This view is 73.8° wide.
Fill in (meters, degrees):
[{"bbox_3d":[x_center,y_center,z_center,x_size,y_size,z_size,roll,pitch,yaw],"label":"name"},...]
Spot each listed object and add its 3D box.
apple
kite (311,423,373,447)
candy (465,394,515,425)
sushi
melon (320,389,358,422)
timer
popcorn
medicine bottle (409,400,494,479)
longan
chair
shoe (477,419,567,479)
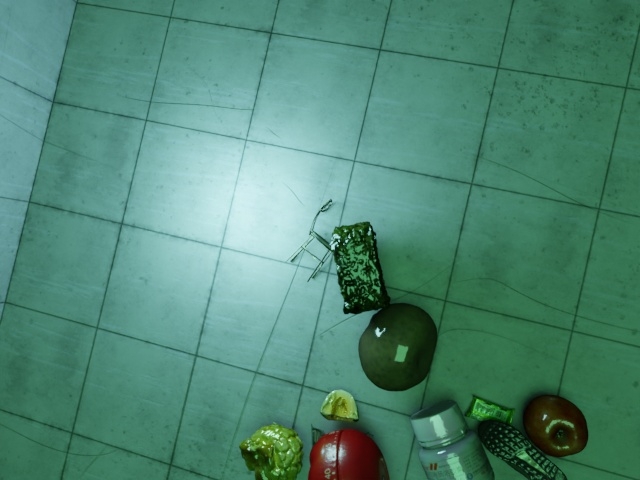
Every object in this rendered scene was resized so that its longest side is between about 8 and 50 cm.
[{"bbox_3d":[0.880,0.694,1.600,0.219,0.201,0.218,1,94,13],"label":"apple"},{"bbox_3d":[0.089,0.944,1.792,0.406,0.014,0.368,41,94,8],"label":"kite"},{"bbox_3d":[0.681,0.696,1.710,0.179,0.032,0.102,18,94,7],"label":"candy"},{"bbox_3d":[0.159,0.104,1.680,0.178,0.294,0.351,-12,84,10],"label":"sushi"},{"bbox_3d":[0.086,0.691,1.778,0.160,0.079,0.128,8,71,9],"label":"melon"},{"bbox_3d":[0.111,0.909,1.593,0.279,0.378,0.377,-13,86,14],"label":"timer"},{"bbox_3d":[-0.202,0.867,1.728,0.252,0.205,0.236,7,44,-23],"label":"popcorn"},{"bbox_3d":[0.492,0.797,1.627,0.241,0.241,0.301,-23,75,6],"label":"medicine bottle"},{"bbox_3d":[0.302,0.412,1.660,0.289,0.288,0.349,24,94,8],"label":"longan"},{"bbox_3d":[0.000,0.000,1.778,0.170,0.160,0.325,39,94,6],"label":"chair"},{"bbox_3d":[0.769,0.826,1.639,0.336,0.171,0.132,36,82,32],"label":"shoe"}]
